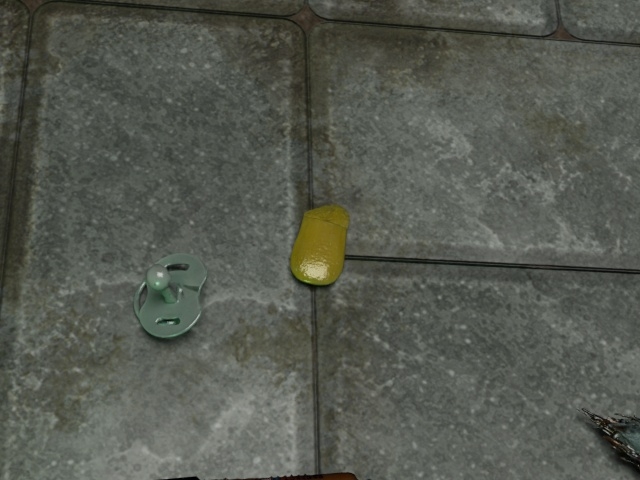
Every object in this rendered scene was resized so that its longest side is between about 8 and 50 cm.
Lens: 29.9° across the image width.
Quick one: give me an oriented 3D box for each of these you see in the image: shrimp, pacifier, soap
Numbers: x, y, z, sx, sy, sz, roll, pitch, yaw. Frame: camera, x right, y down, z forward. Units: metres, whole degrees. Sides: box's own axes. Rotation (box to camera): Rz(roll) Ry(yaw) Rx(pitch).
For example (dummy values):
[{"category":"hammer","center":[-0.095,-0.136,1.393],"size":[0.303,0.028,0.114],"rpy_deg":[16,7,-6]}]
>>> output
[{"category":"shrimp","center":[0.511,0.321,1.902],"size":[0.233,0.079,0.090],"rpy_deg":[30,57,12]},{"category":"pacifier","center":[-0.245,0.075,1.880],"size":[0.127,0.116,0.150],"rpy_deg":[2,62,21]},{"category":"soap","center":[0.000,0.000,2.007],"size":[0.089,0.033,0.168],"rpy_deg":[12,59,-6]}]

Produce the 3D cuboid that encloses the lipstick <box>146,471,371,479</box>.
[{"category":"lipstick","center":[-0.128,0.381,1.753],"size":[0.418,0.077,0.077],"rpy_deg":[-1,62,-12]}]
